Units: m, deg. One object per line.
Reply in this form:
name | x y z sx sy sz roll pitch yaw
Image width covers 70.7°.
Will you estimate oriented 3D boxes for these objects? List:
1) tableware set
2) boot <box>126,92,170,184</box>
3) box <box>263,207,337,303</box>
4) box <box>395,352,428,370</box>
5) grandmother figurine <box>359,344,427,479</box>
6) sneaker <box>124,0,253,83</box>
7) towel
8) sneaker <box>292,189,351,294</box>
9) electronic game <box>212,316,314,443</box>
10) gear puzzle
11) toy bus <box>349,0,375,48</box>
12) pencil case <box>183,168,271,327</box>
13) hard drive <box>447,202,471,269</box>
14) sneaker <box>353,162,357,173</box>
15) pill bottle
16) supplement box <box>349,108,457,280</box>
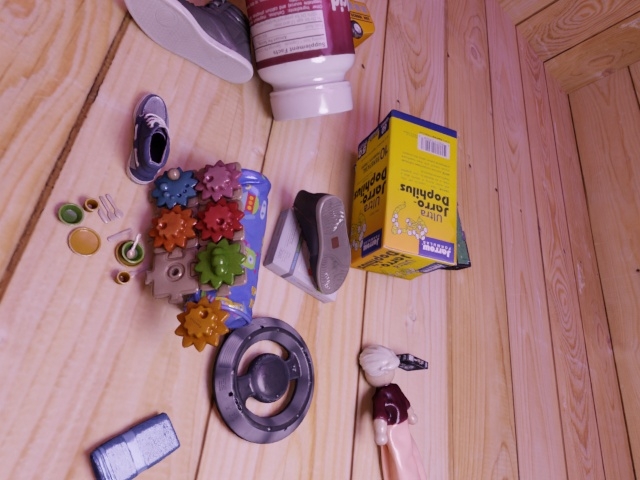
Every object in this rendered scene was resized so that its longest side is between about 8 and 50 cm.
tableware set | -0.346 0.000 0.732 0.104 0.024 0.154 -33 99 -45
boot | -0.295 -0.196 0.811 0.069 0.086 0.190 16 64 -39
box | -0.028 0.037 1.014 0.186 0.038 0.145 36 53 -30
box | 0.218 0.304 1.127 0.083 0.067 0.018 31 54 -33
grandmother figurine | 0.161 0.407 1.020 0.208 0.104 0.342 23 52 -69
sneaker | -0.262 -0.463 0.941 0.296 0.105 0.146 23 57 -43
towel | -0.276 0.314 0.675 0.119 0.029 0.067 -18 88 -45
sneaker | 0.000 0.000 0.978 0.083 0.118 0.222 -11 111 -30
electronic game | -0.100 0.259 0.852 0.229 0.048 0.229 17 64 -39
gear puzzle | -0.209 0.013 0.739 0.044 0.176 0.338 75 7 -65
toy bus | 0.013 -0.600 1.246 0.333 0.108 0.130 -19 87 -46
pencil case | -0.168 0.004 0.831 0.133 0.119 0.306 34 52 -48
hard drive | 0.322 -0.032 1.359 0.339 0.064 0.236 5 71 -42
sneaker | 0.114 -0.173 1.236 0.083 0.032 0.037 56 45 -12
pill bottle | -0.043 -0.476 0.996 0.224 0.224 0.392 -29 117 -46
supplement box | 0.204 -0.104 1.126 0.195 0.194 0.356 13 69 -18
